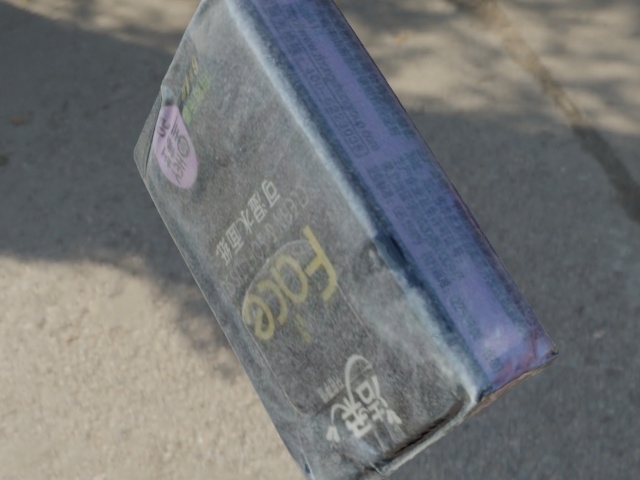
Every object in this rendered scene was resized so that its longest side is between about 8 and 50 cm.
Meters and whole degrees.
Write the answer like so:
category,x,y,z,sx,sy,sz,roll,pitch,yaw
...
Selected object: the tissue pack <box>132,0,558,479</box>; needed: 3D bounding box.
category,x,y,z,sx,sy,sz,roll,pitch,yaw
tissue pack,0.000,0.000,0.385,0.051,0.112,0.156,-23,74,-33
